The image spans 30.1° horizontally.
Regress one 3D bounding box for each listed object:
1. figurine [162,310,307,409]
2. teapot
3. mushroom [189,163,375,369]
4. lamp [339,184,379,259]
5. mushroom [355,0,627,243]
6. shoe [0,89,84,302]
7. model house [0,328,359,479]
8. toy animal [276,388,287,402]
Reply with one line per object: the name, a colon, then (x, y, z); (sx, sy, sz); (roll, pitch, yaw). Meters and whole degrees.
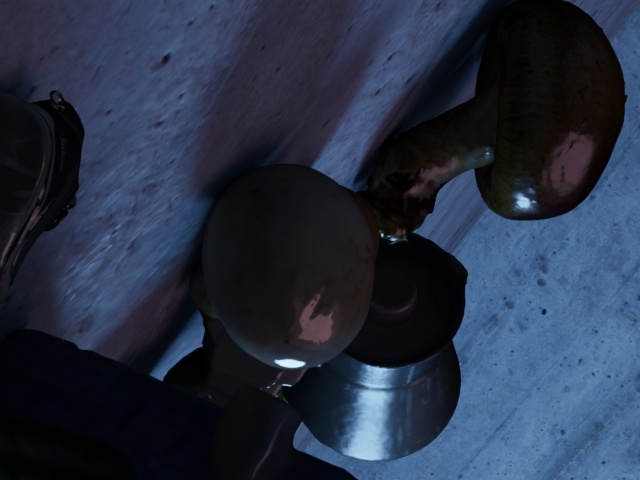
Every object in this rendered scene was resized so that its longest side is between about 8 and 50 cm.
figurine: (-0.137, 0.204, 1.395); (0.342, 0.167, 0.285); (22, 103, -48)
teapot: (0.057, 0.171, 1.893); (0.376, 0.305, 0.362); (-17, 149, -14)
mushroom: (-0.046, 0.017, 1.189); (0.206, 0.209, 0.206); (-28, 129, -42)
lamp: (0.000, 0.000, 1.354); (0.136, 0.136, 0.136); (-48, 169, -12)
mushroom: (0.242, -0.166, 1.652); (0.331, 0.356, 0.334); (-14, 105, -69)
shoe: (-0.184, -0.021, 0.719); (0.169, 0.071, 0.099); (-60, 169, 28)
model house: (-0.222, 0.240, 0.814); (0.400, 0.395, 0.445); (-65, 153, -2)
toy animal: (-0.078, 0.289, 2.185); (0.136, 0.073, 0.181); (-52, 168, -34)
